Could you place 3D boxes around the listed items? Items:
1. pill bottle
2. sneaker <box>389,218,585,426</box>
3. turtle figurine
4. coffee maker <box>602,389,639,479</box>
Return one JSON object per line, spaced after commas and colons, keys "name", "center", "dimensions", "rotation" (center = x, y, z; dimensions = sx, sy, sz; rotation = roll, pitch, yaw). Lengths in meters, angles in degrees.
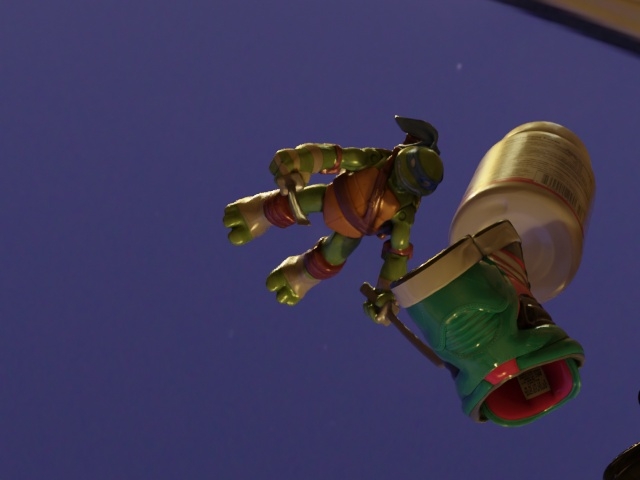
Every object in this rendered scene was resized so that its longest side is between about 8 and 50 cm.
{"name": "pill bottle", "center": [0.264, -0.044, 1.624], "dimensions": [0.160, 0.160, 0.283], "rotation": [20, -153, 8]}
{"name": "sneaker", "center": [0.173, 0.081, 1.210], "dimensions": [0.178, 0.124, 0.295], "rotation": [58, -161, 5]}
{"name": "turtle figurine", "center": [0.000, 0.000, 1.353], "dimensions": [0.198, 0.266, 0.275], "rotation": [24, -119, -29]}
{"name": "coffee maker", "center": [0.389, 0.248, 1.430], "dimensions": [0.171, 0.120, 0.178], "rotation": [36, -157, 26]}
